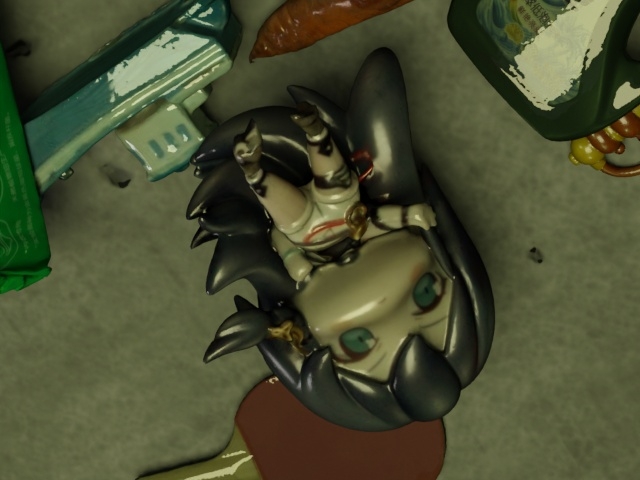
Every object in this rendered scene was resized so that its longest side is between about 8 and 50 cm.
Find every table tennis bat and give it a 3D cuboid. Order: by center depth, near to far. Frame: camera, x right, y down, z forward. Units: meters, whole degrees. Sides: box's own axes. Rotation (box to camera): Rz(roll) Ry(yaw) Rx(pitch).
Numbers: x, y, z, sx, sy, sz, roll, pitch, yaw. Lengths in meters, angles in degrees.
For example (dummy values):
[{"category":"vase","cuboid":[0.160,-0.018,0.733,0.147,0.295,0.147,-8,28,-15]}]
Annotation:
[{"category":"table tennis bat","cuboid":[-0.026,0.162,1.474,0.246,0.022,0.138,-16,108,13]}]

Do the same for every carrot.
[{"category":"carrot","cuboid":[0.034,-0.171,1.295,0.224,0.057,0.057,-23,108,36]}]

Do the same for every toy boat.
[{"category":"toy boat","cuboid":[-0.127,-0.082,1.350,0.215,0.088,0.102,-32,108,19]}]

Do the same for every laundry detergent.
[{"category":"laundry detergent","cuboid":[0.198,-0.175,1.262,0.222,0.078,0.144,-41,85,20]}]

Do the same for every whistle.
[{"category":"whistle","cuboid":[0.218,-0.085,1.327,0.109,0.057,0.046,-47,54,31]}]

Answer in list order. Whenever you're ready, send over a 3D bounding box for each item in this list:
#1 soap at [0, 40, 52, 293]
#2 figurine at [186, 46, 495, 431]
[{"category":"soap","cuboid":[-0.288,-0.091,1.331,0.218,0.098,0.273,0,109,40]},{"category":"figurine","cuboid":[0.013,0.005,1.302,0.175,0.197,0.265,-15,112,12]}]
